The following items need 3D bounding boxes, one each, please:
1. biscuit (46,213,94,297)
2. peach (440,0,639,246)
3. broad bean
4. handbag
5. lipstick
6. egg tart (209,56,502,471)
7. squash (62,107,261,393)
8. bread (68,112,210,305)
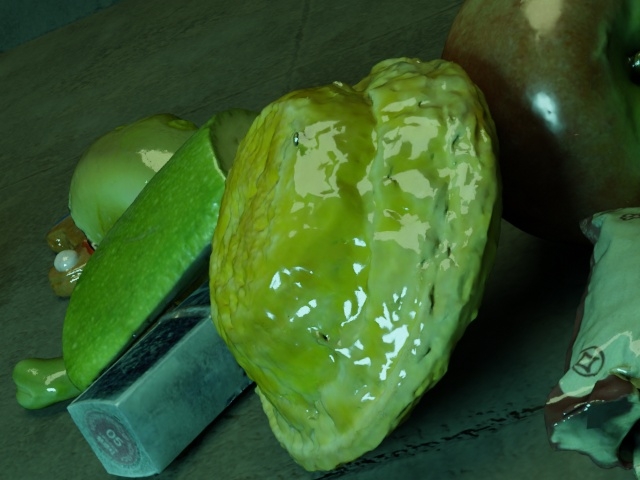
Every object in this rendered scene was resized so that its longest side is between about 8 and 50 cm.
[{"bbox_3d":[-0.203,-0.010,1.494,0.205,0.049,0.324,-26,24,-3],"label":"biscuit"},{"bbox_3d":[0.209,-0.109,1.024,0.252,0.252,0.252,-22,22,9],"label":"peach"},{"bbox_3d":[-0.238,0.124,1.232,0.083,0.045,0.063,-10,14,16],"label":"broad bean"},{"bbox_3d":[0.238,0.055,0.766,0.213,0.127,0.235,8,38,14],"label":"handbag"},{"bbox_3d":[-0.077,0.075,1.122,0.077,0.076,0.290,-11,23,45],"label":"lipstick"},{"bbox_3d":[0.000,0.000,0.955,0.319,0.128,0.319,-50,29,42],"label":"egg tart"},{"bbox_3d":[-0.134,0.003,1.198,0.252,0.093,0.169,-47,0,27],"label":"squash"},{"bbox_3d":[-0.119,-0.041,1.307,0.261,0.156,0.158,36,54,18],"label":"bread"}]
